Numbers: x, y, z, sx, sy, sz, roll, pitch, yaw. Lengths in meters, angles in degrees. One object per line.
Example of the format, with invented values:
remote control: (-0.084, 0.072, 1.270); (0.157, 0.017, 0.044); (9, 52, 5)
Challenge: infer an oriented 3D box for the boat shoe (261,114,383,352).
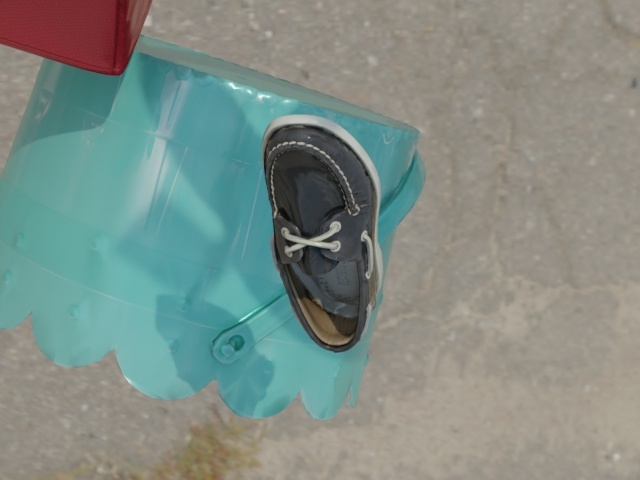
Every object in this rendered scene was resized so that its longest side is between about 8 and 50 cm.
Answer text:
boat shoe: (0.000, 0.000, 0.558); (0.125, 0.046, 0.038); (80, 19, -53)

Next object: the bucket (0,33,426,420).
bucket: (-0.074, -0.020, 0.874); (0.281, 0.281, 0.183); (10, 102, -41)

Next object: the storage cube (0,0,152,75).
storage cube: (-0.151, -0.227, 0.659); (0.215, 0.193, 0.183); (17, 61, -1)
